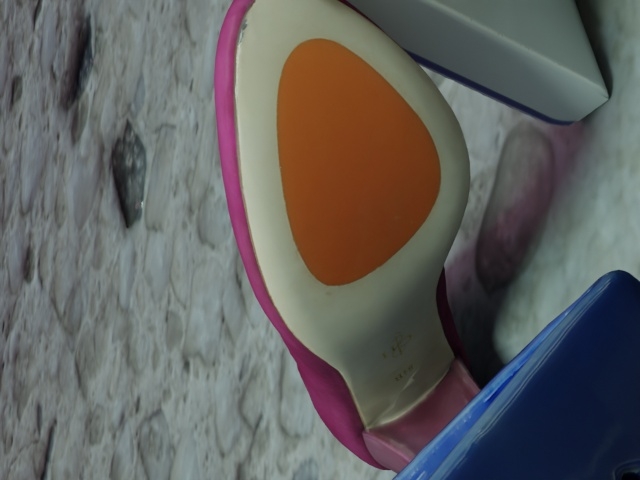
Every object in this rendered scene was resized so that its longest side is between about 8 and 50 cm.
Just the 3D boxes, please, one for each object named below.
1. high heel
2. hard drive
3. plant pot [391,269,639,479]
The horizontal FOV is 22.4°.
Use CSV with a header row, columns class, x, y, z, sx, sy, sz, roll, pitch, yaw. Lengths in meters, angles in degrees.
class,x,y,z,sx,sy,sz,roll,pitch,yaw
high heel,0.000,0.000,0.862,0.181,0.127,0.377,42,158,48
hard drive,0.041,-0.227,0.884,0.040,0.210,0.319,-35,54,33
plant pot,0.093,0.191,0.677,0.212,0.236,0.236,43,138,6
